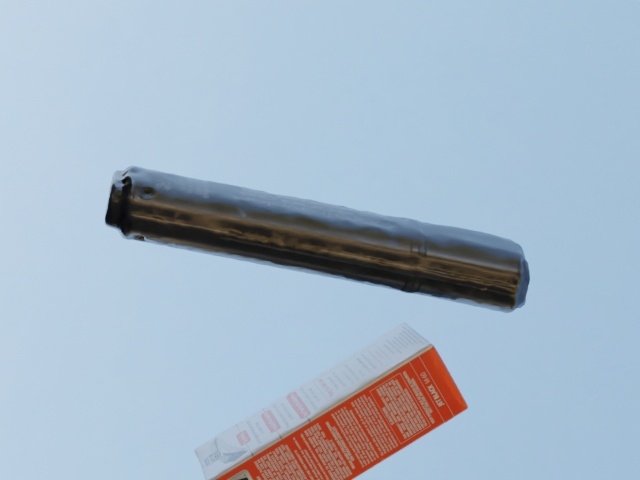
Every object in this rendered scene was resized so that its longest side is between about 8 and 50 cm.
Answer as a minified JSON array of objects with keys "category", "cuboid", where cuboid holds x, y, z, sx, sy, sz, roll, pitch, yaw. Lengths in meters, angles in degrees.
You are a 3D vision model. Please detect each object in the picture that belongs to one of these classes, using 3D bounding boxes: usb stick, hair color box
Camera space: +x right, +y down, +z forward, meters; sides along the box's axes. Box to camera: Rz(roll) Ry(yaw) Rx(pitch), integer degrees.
[{"category":"usb stick","cuboid":[0.000,0.000,1.223,0.278,0.077,0.045,11,-73,-7]},{"category":"hair color box","cuboid":[0.005,0.123,1.230,0.053,0.167,0.093,61,-4,-11]}]
